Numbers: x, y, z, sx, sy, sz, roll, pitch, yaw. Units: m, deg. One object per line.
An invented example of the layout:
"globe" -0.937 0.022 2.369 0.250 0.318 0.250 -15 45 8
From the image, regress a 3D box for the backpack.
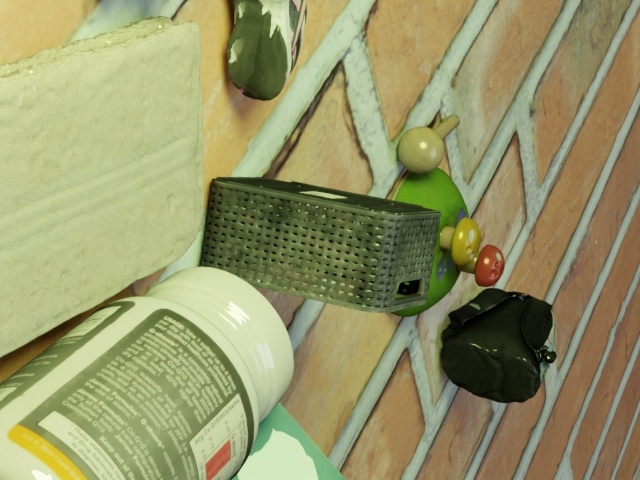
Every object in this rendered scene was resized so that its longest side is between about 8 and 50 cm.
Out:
"backpack" 0.247 0.140 1.759 0.182 0.151 0.115 -46 153 -58

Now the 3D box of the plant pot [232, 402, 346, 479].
"plant pot" -0.084 0.281 1.037 0.234 0.165 0.166 -34 161 -25

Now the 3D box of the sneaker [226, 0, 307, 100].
"sneaker" -0.042 -0.212 1.090 0.077 0.072 0.178 -51 153 -64

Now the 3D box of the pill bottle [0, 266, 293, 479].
"pill bottle" -0.141 0.137 0.911 0.278 0.162 0.162 -41 136 -51

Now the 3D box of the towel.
"towel" -0.171 -0.045 0.904 0.282 0.049 0.187 -31 127 -56

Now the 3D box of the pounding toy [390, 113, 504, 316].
"pounding toy" 0.155 -0.017 1.513 0.183 0.110 0.237 -22 121 -60

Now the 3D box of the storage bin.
"storage bin" 0.000 0.000 1.119 0.122 0.180 0.084 -6 107 -64
